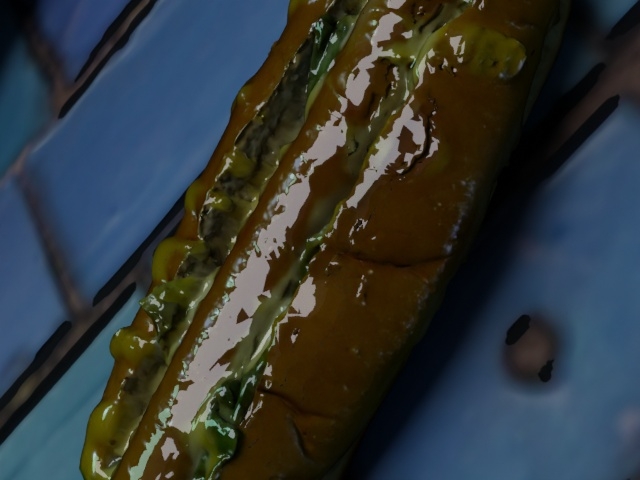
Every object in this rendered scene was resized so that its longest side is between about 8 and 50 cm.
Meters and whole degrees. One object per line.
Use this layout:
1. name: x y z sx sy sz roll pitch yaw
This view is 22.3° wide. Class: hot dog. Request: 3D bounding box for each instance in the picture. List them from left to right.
1. hot dog: 0.000 0.000 0.556 0.115 0.072 0.269 24 87 37
